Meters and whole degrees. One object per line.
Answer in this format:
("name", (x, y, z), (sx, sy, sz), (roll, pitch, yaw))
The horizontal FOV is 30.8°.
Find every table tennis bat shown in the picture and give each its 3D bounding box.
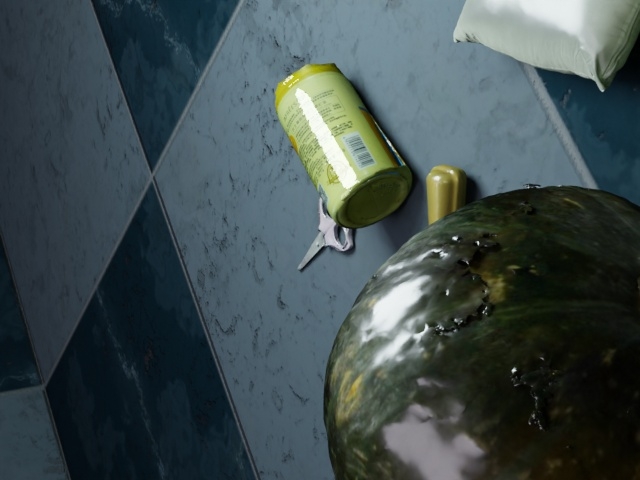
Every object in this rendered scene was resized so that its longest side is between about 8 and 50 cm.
("table tennis bat", (0.159, 0.061, 1.483), (0.198, 0.050, 0.320), (24, 120, 54))

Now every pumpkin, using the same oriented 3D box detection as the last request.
("pumpkin", (0.225, 0.157, 1.005), (0.454, 0.455, 0.344), (57, 137, 36))

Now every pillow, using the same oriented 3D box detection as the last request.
("pillow", (0.246, -0.256, 1.245), (0.254, 0.078, 0.144), (33, 114, 51))

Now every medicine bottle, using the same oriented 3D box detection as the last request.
("medicine bottle", (0.024, -0.137, 1.598), (0.238, 0.124, 0.124), (62, 144, 32))

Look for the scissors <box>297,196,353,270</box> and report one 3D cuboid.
("scissors", (0.000, 0.000, 1.764), (0.189, 0.015, 0.100), (-51, 56, 52))
